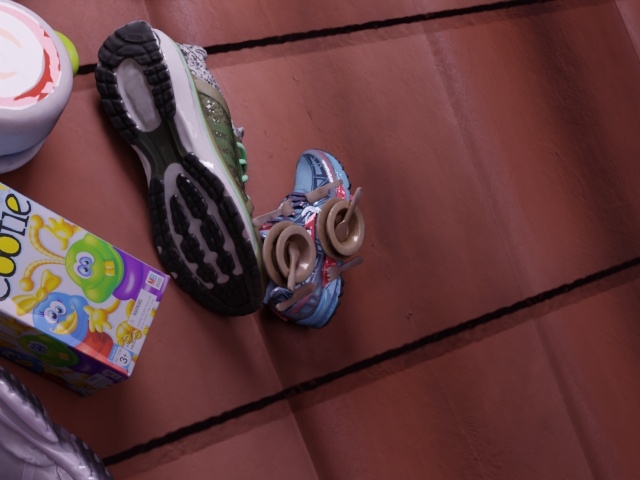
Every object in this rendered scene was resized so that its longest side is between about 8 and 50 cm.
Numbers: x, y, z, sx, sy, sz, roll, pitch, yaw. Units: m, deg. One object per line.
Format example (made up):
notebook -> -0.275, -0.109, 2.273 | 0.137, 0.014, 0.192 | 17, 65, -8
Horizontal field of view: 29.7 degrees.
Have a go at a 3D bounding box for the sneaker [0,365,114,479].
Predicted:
sneaker -> -0.326, 0.273, 1.397 | 0.115, 0.105, 0.281 | -40, 104, -3

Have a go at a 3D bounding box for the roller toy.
roller toy -> -0.409, -0.183, 1.447 | 0.209, 0.146, 0.191 | 18, 55, -22

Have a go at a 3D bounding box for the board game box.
board game box -> -0.344, 0.053, 1.410 | 0.275, 0.144, 0.142 | 31, 60, -21

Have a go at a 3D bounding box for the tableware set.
tableware set -> 0.000, 0.000, 1.585 | 0.194, 0.039, 0.128 | -28, 108, -45

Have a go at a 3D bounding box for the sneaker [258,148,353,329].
sneaker -> -0.030, -0.014, 1.673 | 0.125, 0.104, 0.261 | 13, 67, -28

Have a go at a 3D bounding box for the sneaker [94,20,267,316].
sneaker -> -0.140, -0.103, 1.616 | 0.182, 0.158, 0.410 | -20, 90, -53
